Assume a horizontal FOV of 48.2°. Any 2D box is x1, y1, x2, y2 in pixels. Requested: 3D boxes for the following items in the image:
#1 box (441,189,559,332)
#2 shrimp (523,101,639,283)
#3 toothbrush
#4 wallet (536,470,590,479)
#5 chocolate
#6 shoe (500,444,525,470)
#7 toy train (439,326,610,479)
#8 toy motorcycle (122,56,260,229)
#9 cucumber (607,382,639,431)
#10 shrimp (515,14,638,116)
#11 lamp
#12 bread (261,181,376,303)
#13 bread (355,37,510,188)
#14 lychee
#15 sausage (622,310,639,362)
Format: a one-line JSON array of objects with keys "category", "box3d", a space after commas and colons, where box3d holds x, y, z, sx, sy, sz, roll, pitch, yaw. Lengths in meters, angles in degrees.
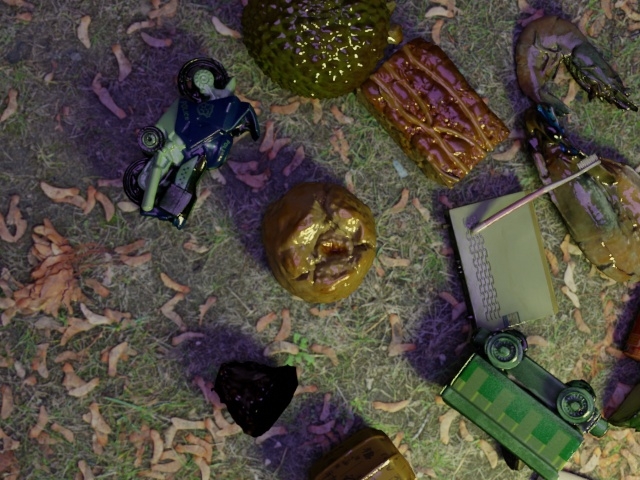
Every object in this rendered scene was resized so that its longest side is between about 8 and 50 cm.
[{"category": "box", "box3d": [0.371, 0.045, 1.485, 0.211, 0.045, 0.270, -16, 91, -9]}, {"category": "shrimp", "box3d": [0.578, -0.107, 1.500, 0.221, 0.110, 0.445, -42, 98, -14]}, {"category": "toothbrush", "box3d": [0.426, -0.092, 1.429, 0.286, 0.020, 0.025, -31, 89, 6]}, {"category": "wallet", "box3d": [0.536, 0.543, 1.505, 0.190, 0.033, 0.095, 20, 84, -9]}, {"category": "chocolate", "box3d": [-0.138, 0.279, 1.370, 0.133, 0.156, 0.156, 29, 83, 20]}, {"category": "shoe", "box3d": [0.424, 0.377, 1.474, 0.077, 0.074, 0.194, 4, 86, -14]}, {"category": "toy train", "box3d": [0.392, 0.307, 1.384, 0.301, 0.120, 0.202, 37, 96, 19]}, {"category": "toy motorcycle", "box3d": [-0.236, -0.180, 1.360, 0.196, 0.125, 0.331, 27, 80, -7]}, {"category": "cucumber", "box3d": [0.754, 0.295, 1.501, 0.325, 0.145, 0.105, -45, 88, -3]}, {"category": "shrimp", "box3d": [0.527, -0.340, 1.512, 0.178, 0.075, 0.289, -44, 96, 0]}, {"category": "lamp", "box3d": [0.079, 0.461, 1.374, 0.185, 0.161, 0.161, -36, 94, -10]}, {"category": "bread", "box3d": [0.000, 0.000, 1.383, 0.245, 0.134, 0.244, 0, 89, -12]}, {"category": "bread", "box3d": [0.223, -0.258, 1.438, 0.185, 0.114, 0.274, -43, 93, -8]}, {"category": "lychee", "box3d": [0.003, -0.392, 1.330, 0.270, 0.320, 0.269, -10, 72, 32]}, {"category": "sausage", "box3d": [0.730, 0.133, 1.526, 0.074, 0.074, 0.274, 26, 85, -8]}]
